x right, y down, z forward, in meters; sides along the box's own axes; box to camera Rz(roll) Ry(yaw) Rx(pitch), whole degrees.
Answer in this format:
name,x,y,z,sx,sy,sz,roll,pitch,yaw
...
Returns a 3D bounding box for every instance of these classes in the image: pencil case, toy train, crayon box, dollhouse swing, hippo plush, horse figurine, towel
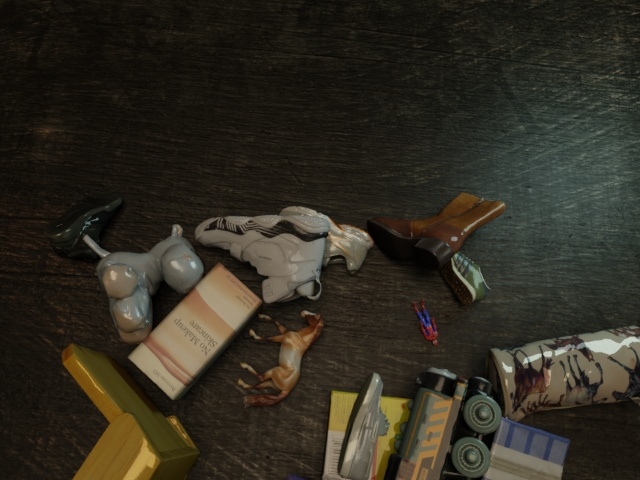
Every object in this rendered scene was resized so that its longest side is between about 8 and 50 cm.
name,x,y,z,sx,sy,sz,roll,pitch,yaw
pencil case,0.581,0.315,1.201,0.409,0.160,0.184,-8,60,-4
toy train,0.254,0.435,1.088,0.190,0.142,0.334,17,72,15
crayon box,0.169,0.466,1.185,0.318,0.081,0.203,7,71,3
dollhouse swing,-0.446,0.434,1.049,0.304,0.347,0.315,29,73,9
hippo plush,-0.408,0.102,1.275,0.236,0.235,0.294,-20,28,-25
horse figurine,-0.101,0.287,1.255,0.174,0.066,0.264,12,69,10
towel,0.429,0.546,1.126,0.209,0.034,0.285,21,81,-17

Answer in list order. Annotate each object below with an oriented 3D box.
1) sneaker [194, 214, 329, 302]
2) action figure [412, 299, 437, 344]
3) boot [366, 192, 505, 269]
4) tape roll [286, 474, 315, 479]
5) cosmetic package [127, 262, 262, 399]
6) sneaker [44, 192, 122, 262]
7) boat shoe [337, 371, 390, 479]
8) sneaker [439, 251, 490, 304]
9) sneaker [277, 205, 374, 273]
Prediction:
name,x,y,z,sx,sy,sz,roll,pitch,yaw
sneaker,-0.154,0.048,1.287,0.365,0.137,0.211,-1,85,20
action figure,0.268,0.209,1.306,0.038,0.030,0.115,-17,74,-12
boot,0.294,-0.061,1.353,0.280,0.096,0.264,-38,33,-27
tape roll,0.047,0.568,1.046,0.274,0.275,0.090,19,70,6
cosmetic package,-0.289,0.215,1.237,0.153,0.129,0.296,40,75,4
sneaker,-0.606,-0.030,1.358,0.087,0.130,0.228,14,41,17
boat shoe,0.106,0.407,1.128,0.081,0.079,0.228,20,77,-3
sneaker,0.366,0.075,1.341,0.086,0.064,0.192,-10,58,-28
sneaker,0.000,0.000,1.343,0.262,0.099,0.121,22,76,8
